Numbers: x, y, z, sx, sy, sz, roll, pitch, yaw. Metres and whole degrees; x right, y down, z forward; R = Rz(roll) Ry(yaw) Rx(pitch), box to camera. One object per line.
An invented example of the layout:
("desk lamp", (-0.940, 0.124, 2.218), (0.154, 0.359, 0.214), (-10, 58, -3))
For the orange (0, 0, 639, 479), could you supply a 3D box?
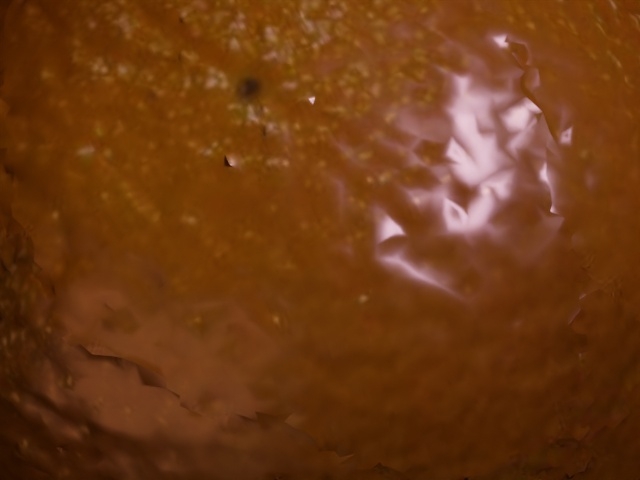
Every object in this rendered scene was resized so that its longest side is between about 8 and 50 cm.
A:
("orange", (0.000, 0.000, 0.562), (0.274, 0.274, 0.274), (23, 136, 25))
